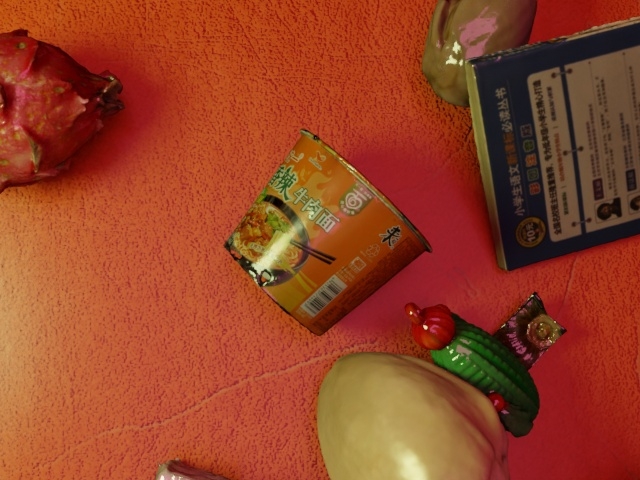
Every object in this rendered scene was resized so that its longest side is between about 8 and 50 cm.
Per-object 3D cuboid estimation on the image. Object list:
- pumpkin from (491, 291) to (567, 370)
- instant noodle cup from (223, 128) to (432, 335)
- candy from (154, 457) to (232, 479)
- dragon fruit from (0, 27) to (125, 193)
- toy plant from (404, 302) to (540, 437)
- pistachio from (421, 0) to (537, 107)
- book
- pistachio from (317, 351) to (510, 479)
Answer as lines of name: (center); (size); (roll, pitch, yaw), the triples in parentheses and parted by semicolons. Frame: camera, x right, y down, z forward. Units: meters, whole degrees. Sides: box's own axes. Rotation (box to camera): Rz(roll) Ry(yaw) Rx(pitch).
pumpkin: (0.282, 0.127, 1.206); (0.073, 0.035, 0.101); (45, 102, -1)
instant noodle cup: (0.000, 0.000, 1.121); (0.230, 0.230, 0.182); (42, 90, 3)
candy: (-0.182, 0.407, 1.066); (0.116, 0.155, 0.265); (19, 80, 2)
dragon fruit: (-0.384, -0.168, 1.125); (0.268, 0.210, 0.205); (-11, 93, -14)
toy plant: (0.196, 0.153, 1.140); (0.088, 0.154, 0.240); (-42, 93, 17)
pistachio: (0.226, -0.294, 1.222); (0.138, 0.153, 0.237); (11, 75, 38)
book: (0.422, -0.148, 1.196); (0.428, 0.039, 0.299); (-15, 109, -7)
pistachio: (0.107, 0.256, 1.056); (0.214, 0.318, 0.193); (-40, 130, -12)
